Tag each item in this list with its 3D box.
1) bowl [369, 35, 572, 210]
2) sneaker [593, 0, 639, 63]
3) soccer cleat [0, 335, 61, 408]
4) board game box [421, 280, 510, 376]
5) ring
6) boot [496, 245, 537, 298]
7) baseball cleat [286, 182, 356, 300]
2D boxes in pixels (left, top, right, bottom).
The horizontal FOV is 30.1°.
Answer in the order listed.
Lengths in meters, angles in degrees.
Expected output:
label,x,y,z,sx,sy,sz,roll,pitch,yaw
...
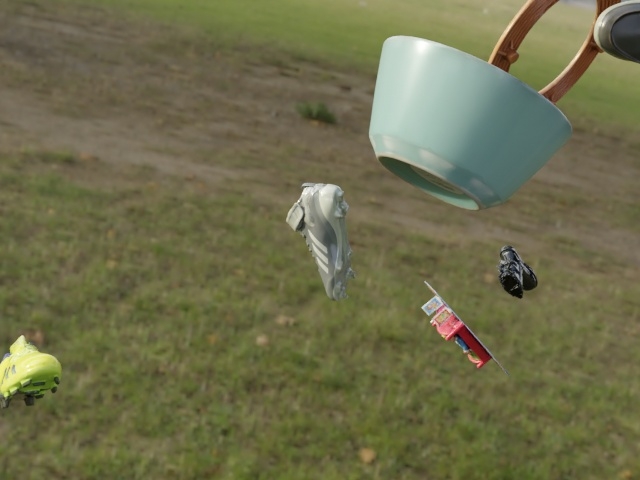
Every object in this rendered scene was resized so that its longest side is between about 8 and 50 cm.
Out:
label,x,y,z,sx,sy,sz,roll,pitch,yaw
bowl,0.195,-0.155,1.760,0.312,0.163,0.311,28,-5,3
sneaker,0.474,-0.257,1.542,0.222,0.083,0.118,7,16,-17
soccer cleat,-0.517,0.220,2.068,0.093,0.121,0.289,-2,-13,-24
board game box,0.184,0.128,1.584,0.168,0.033,0.133,49,1,13
ring,0.403,-0.327,2.031,0.337,0.336,0.032,-5,42,-51
boot,0.383,0.076,2.306,0.121,0.045,0.099,52,25,-25
baseball cleat,0.000,0.000,1.997,0.109,0.205,0.072,7,20,23
